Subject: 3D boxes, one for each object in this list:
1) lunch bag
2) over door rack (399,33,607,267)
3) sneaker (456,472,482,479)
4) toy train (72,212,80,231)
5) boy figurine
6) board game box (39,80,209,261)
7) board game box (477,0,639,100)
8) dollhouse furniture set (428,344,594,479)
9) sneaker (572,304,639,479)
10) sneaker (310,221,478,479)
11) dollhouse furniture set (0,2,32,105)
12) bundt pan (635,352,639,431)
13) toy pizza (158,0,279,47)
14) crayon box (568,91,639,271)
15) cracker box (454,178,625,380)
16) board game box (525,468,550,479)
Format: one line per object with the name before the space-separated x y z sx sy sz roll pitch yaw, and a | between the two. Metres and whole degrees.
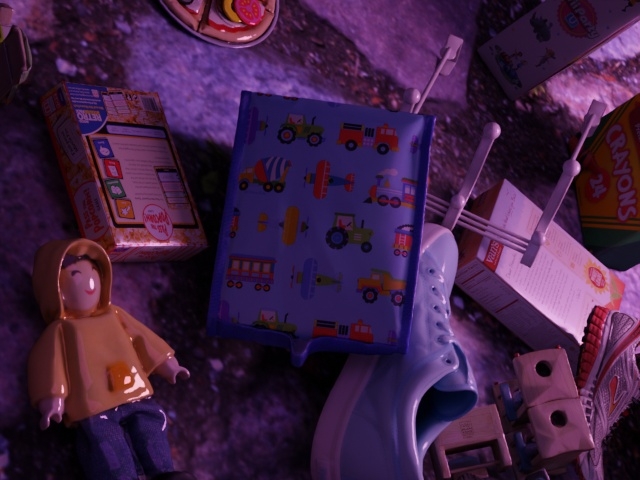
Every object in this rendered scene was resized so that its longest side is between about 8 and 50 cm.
lunch bag | 0.000 0.000 1.682 0.221 0.138 0.293 8 61 2
over door rack | 0.220 -0.136 1.953 0.239 0.108 0.324 26 47 6
sneaker | 0.185 0.368 1.699 0.286 0.130 0.109 47 13 -36
toy train | -0.252 -0.045 1.635 0.023 0.017 0.083 25 51 -39
boy figurine | -0.211 0.130 1.518 0.177 0.092 0.285 -9 75 -39
board game box | -0.211 -0.072 1.645 0.146 0.045 0.193 1 65 -52
board game box | 0.399 -0.332 2.131 0.224 0.303 0.097 -33 88 -45
dollhouse furniture set | 0.205 0.218 1.809 0.183 0.129 0.129 -10 69 -11
sneaker | 0.356 0.194 1.867 0.092 0.088 0.225 11 80 7
sneaker | 0.118 0.139 1.715 0.135 0.150 0.366 74 33 -51
dollhouse furniture set | -0.322 -0.221 1.637 0.058 0.076 0.152 2 64 -38
bundt pan | 0.556 0.220 1.947 0.331 0.331 0.124 16 69 -32
toy pizza | -0.130 -0.331 1.888 0.201 0.032 0.201 19 55 -30
crayon box | 0.482 -0.114 2.062 0.081 0.318 0.202 15 57 -33
cracker box | 0.283 0.052 1.982 0.232 0.067 0.156 40 45 -15
board game box | 0.283 0.362 1.769 0.026 0.126 0.186 -21 74 -1
